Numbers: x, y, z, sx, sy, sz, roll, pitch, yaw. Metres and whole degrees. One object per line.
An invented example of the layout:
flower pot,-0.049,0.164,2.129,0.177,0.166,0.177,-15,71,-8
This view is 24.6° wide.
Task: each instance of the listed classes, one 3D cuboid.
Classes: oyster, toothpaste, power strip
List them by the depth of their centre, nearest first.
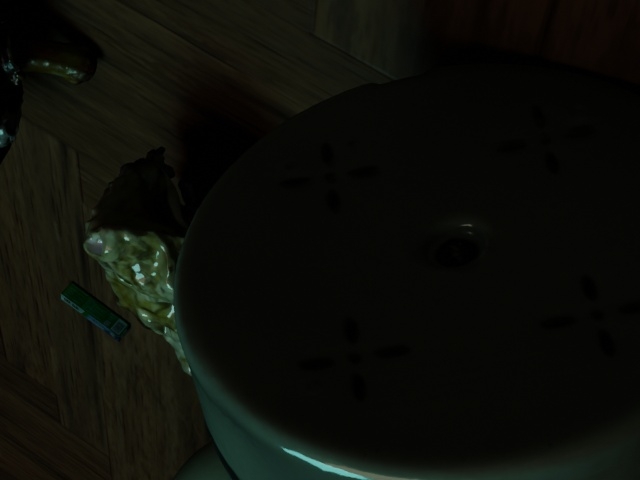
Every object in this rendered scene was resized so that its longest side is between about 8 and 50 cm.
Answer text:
power strip,0.088,0.063,0.878,0.357,0.357,0.161,21,143,31
oyster,-0.103,0.053,1.244,0.238,0.114,0.351,51,177,28
toothpaste,-0.247,0.078,1.615,0.083,0.020,0.017,35,154,10

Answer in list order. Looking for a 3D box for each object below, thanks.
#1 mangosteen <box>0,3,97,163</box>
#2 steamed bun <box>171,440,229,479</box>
mangosteen,-0.321,-0.144,1.244,0.261,0.236,0.236,-9,137,3
steamed bun,-0.013,0.327,1.490,0.324,0.206,0.324,26,147,19
